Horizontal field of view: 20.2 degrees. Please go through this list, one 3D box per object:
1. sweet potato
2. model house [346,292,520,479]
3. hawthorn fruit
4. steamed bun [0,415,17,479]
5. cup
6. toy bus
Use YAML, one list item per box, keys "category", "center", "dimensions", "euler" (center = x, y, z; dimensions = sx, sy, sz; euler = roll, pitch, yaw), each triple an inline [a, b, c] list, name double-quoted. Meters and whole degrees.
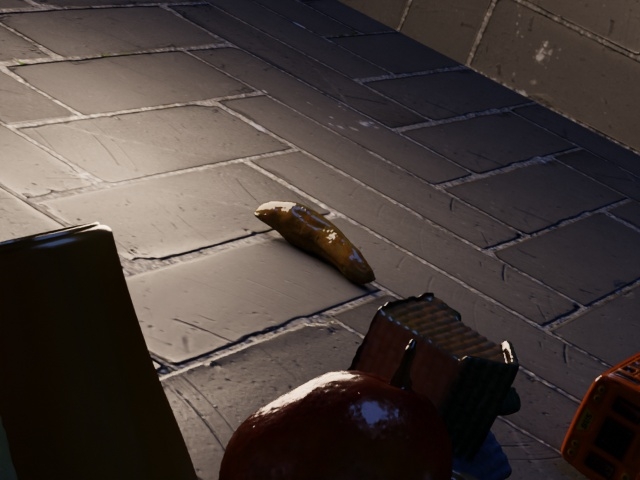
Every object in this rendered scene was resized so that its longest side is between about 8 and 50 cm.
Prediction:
- category: "sweet potato"
  center: [0.002, -0.001, 2.286]
  dimensions: [0.182, 0.053, 0.054]
  euler: [32, -18, 20]
- category: "model house"
  center: [0.117, 0.171, 1.746]
  dimensions: [0.172, 0.183, 0.166]
  euler: [30, 22, 29]
- category: "hawthorn fruit"
  center: [0.030, 0.185, 1.557]
  dimensions: [0.196, 0.225, 0.196]
  euler: [30, 9, -5]
- category: "steamed bun"
  center: [-0.338, 0.195, 1.119]
  dimensions: [0.325, 0.230, 0.372]
  euler: [-30, 48, -18]
- category: "cup"
  center: [-0.220, 0.131, 1.375]
  dimensions: [0.226, 0.264, 0.182]
  euler: [-13, 3, -12]
- category: "toy bus"
  center: [0.405, 0.197, 2.057]
  dimensions: [0.153, 0.143, 0.329]
  euler: [31, 22, 23]
